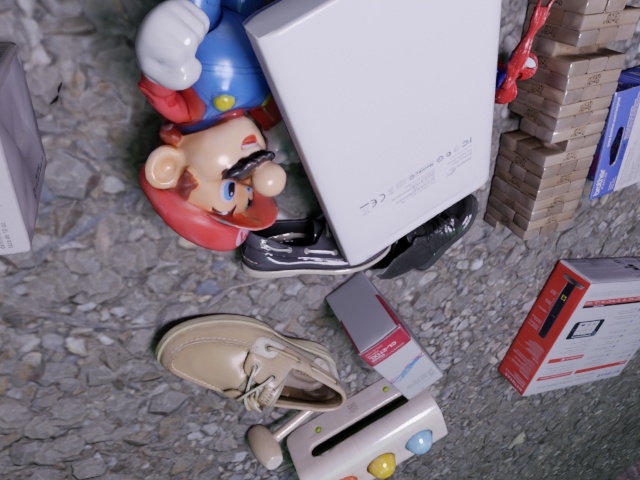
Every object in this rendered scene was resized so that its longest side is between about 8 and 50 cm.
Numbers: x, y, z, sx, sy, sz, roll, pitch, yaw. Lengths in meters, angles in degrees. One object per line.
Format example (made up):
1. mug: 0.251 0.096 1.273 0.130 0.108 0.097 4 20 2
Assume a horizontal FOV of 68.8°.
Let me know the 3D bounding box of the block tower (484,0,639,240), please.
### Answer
1. block tower: 0.316 -0.155 0.639 0.091 0.097 0.335 -14 128 -16

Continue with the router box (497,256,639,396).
1. router box: 0.589 0.182 1.014 0.336 0.082 0.300 0 122 -26

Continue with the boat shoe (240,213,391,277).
1. boat shoe: 0.000 0.000 0.602 0.206 0.075 0.064 -7 128 -16

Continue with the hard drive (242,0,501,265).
1. hard drive: 0.078 -0.116 0.460 0.210 0.040 0.318 -32 145 -5

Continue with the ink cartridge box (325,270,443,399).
1. ink cartridge box: 0.100 0.148 0.718 0.072 0.127 0.175 -38 130 3

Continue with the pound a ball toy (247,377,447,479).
1. pound a ball toy: 0.059 0.359 0.839 0.319 0.135 0.208 -28 130 -7

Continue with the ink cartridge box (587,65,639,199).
1. ink cartridge box: 0.549 -0.196 0.747 0.311 0.065 0.185 -21 129 -15

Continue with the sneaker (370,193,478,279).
1. sneaker: 0.152 -0.008 0.686 0.089 0.051 0.170 19 115 -40

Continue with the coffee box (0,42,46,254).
1. coffee box: -0.370 -0.061 0.316 0.298 0.168 0.118 -9 125 -22

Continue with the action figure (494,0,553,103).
1. action figure: 0.135 -0.205 0.513 0.281 0.091 0.139 -13 136 -18

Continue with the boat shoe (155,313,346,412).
1. boat shoe: -0.084 0.190 0.674 0.303 0.098 0.109 24 109 -36

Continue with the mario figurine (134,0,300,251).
1. mario figurine: -0.066 -0.129 0.421 0.198 0.170 0.320 -5 122 -26
